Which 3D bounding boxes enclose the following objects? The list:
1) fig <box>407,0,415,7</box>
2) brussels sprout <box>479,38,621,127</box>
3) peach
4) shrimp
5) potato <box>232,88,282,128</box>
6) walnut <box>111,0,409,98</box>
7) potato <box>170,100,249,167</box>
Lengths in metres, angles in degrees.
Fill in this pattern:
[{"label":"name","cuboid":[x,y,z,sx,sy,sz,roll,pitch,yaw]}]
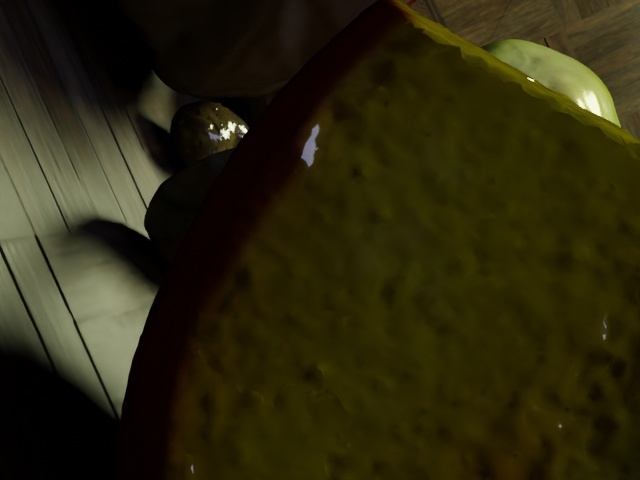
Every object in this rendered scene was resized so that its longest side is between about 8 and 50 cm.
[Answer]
[{"label":"fig","cuboid":[-0.009,-0.233,1.205,0.205,0.205,0.205,60,13,-24]},{"label":"brussels sprout","cuboid":[0.198,-0.074,1.652,0.316,0.243,0.273,-6,95,-72]},{"label":"peach","cuboid":[0.049,0.075,0.630,0.242,0.306,0.380,23,11,9]},{"label":"shrimp","cuboid":[-0.001,-0.003,0.833,0.195,0.148,0.035,51,16,-56]},{"label":"potato","cuboid":[-0.016,-0.066,1.062,0.164,0.081,0.200,65,12,-44]},{"label":"walnut","cuboid":[-0.043,-0.220,0.895,0.273,0.227,0.273,57,10,-16]},{"label":"potato","cuboid":[-0.060,-0.056,0.930,0.092,0.045,0.046,42,62,-56]}]
